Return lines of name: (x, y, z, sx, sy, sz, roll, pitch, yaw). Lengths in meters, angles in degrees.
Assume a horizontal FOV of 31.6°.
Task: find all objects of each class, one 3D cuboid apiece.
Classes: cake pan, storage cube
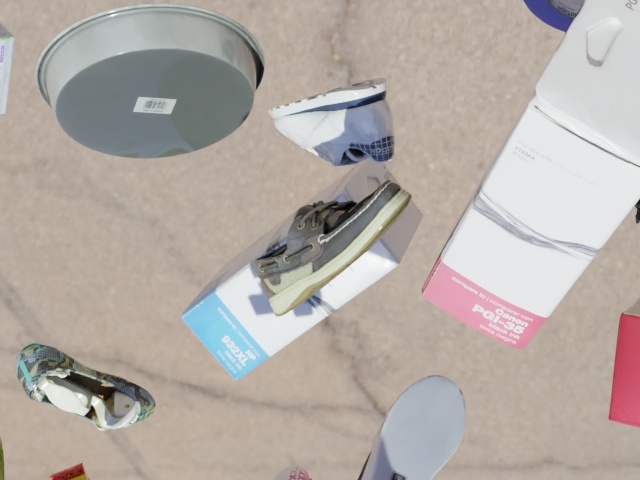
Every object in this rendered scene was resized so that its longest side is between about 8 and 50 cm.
cake pan: (-0.213, -0.192, 1.443, 0.293, 0.054, 0.293, -8, 154, -4)
storage cube: (0.606, 0.206, 1.906, 0.214, 0.183, 0.193, 11, 106, 28)

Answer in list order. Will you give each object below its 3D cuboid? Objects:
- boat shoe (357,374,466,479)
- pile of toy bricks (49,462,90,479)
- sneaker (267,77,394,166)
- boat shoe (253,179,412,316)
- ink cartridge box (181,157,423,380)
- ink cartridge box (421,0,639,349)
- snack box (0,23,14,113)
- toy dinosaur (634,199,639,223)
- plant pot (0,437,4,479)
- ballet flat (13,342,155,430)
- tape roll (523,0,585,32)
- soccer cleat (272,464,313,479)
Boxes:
boat shoe: (0.073, 0.239, 1.124, 0.080, 0.229, 0.076, 28, 152, -6)
pile of toy bricks: (-0.213, 0.319, 1.002, 0.118, 0.212, 0.105, -22, -174, -9)
sneaker: (0.010, -0.134, 1.371, 0.235, 0.090, 0.095, 4, 114, 64)
boat shoe: (0.000, 0.000, 1.084, 0.073, 0.080, 0.223, 49, 138, 1)
ink cartridge box: (-0.020, 0.033, 1.617, 0.307, 0.223, 0.129, -37, 97, 22)
ink cartridge box: (0.215, -0.066, 1.001, 0.117, 0.207, 0.283, 30, 144, 5)
snack box: (-0.540, -0.288, 1.830, 0.037, 0.100, 0.141, -15, 135, -39)
toy dinosaur: (0.498, -0.073, 1.375, 0.218, 0.164, 0.322, -28, 90, 4)
plant pot: (-0.478, 0.258, 1.135, 0.293, 0.275, 0.275, 7, 148, -25)
ballet flat: (-0.253, 0.175, 1.235, 0.070, 0.070, 0.188, -22, 141, 38)
tape roll: (0.356, -0.353, 1.461, 0.188, 0.080, 0.189, 12, 153, 6)
soccer cleat: (-0.095, 0.483, 1.910, 0.143, 0.331, 0.116, 29, 119, -11)
